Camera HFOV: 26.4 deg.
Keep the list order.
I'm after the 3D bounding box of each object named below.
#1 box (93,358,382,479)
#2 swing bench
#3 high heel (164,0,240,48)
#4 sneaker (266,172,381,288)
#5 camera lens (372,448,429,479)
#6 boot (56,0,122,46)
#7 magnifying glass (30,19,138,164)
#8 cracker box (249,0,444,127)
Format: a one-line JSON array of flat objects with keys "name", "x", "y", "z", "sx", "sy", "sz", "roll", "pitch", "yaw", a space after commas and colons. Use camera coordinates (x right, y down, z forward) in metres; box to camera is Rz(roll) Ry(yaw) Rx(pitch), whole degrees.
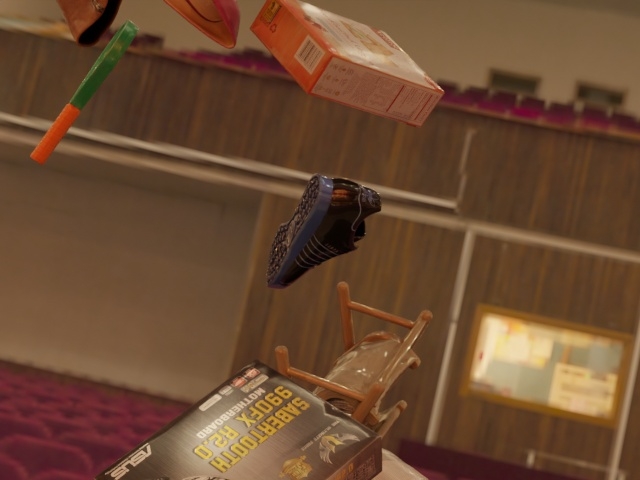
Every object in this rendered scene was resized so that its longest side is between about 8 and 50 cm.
[{"name": "box", "x": -0.080, "y": 0.234, "z": 1.369, "sx": 0.183, "sy": 0.231, "sz": 0.056, "roll": 28, "pitch": -42, "yaw": 36}, {"name": "swing bench", "x": 0.034, "y": 0.239, "z": 2.037, "sx": 0.165, "sy": 0.255, "sz": 0.253, "roll": 19, "pitch": 28, "yaw": 15}, {"name": "high heel", "x": -0.196, "y": -0.336, "z": 1.787, "sx": 0.082, "sy": 0.117, "sz": 0.244, "roll": -28, "pitch": -29, "yaw": 22}, {"name": "sneaker", "x": 0.000, "y": 0.000, "z": 1.738, "sx": 0.090, "sy": 0.081, "sz": 0.232, "roll": 13, "pitch": -33, "yaw": -15}, {"name": "camera lens", "x": 0.074, "y": 0.395, "z": 1.755, "sx": 0.219, "sy": 0.219, "sz": 0.274, "roll": 21, "pitch": 7, "yaw": -44}, {"name": "boot", "x": -0.368, "y": -0.480, "z": 2.177, "sx": 0.096, "sy": 0.264, "sz": 0.280, "roll": 24, "pitch": 19, "yaw": -40}, {"name": "magnifying glass", "x": -0.323, "y": -0.204, "z": 1.871, "sx": 0.026, "sy": 0.231, "sz": 0.092, "roll": 34, "pitch": -1, "yaw": -16}, {"name": "cracker box", "x": 0.038, "y": -0.240, "z": 1.822, "sx": 0.232, "sy": 0.067, "sz": 0.156, "roll": 11, "pitch": 31, "yaw": -47}]
